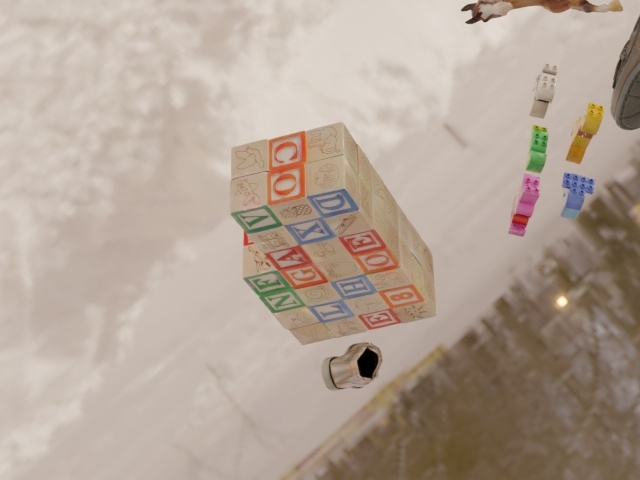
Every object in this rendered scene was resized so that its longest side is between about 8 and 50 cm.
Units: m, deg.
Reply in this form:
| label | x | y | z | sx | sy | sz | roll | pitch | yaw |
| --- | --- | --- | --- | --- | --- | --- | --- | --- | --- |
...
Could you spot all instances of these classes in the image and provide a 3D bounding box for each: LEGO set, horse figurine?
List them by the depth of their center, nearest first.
| label | x | y | z | sx | sy | sz | roll | pitch | yaw |
| --- | --- | --- | --- | --- | --- | --- | --- | --- | --- |
| horse figurine | 0.286 | -0.307 | 1.606 | 0.174 | 0.066 | 0.263 | 1 | -134 | 51 |
| LEGO set | 0.290 | -0.117 | 1.819 | 0.093 | 0.087 | 0.227 | 106 | -3 | -61 |

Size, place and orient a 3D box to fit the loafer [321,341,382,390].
| label | x | y | z | sx | sy | sz | roll | pitch | yaw |
| --- | --- | --- | --- | --- | --- | --- | --- | --- | --- |
| loafer | 0.042 | 0.126 | 1.536 | 0.039 | 0.045 | 0.125 | -16 | 178 | 24 |

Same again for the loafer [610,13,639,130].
| label | x | y | z | sx | sy | sz | roll | pitch | yaw |
| --- | --- | --- | --- | --- | --- | --- | --- | --- | --- |
| loafer | 0.497 | -0.293 | 2.266 | 0.096 | 0.084 | 0.267 | 4 | 123 | -30 |

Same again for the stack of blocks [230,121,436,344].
| label | x | y | z | sx | sy | sz | roll | pitch | yaw |
| --- | --- | --- | --- | --- | --- | --- | --- | --- | --- |
| stack of blocks | 0.000 | 0.000 | 1.689 | 0.171 | 0.087 | 0.297 | -13 | 147 | 17 |
